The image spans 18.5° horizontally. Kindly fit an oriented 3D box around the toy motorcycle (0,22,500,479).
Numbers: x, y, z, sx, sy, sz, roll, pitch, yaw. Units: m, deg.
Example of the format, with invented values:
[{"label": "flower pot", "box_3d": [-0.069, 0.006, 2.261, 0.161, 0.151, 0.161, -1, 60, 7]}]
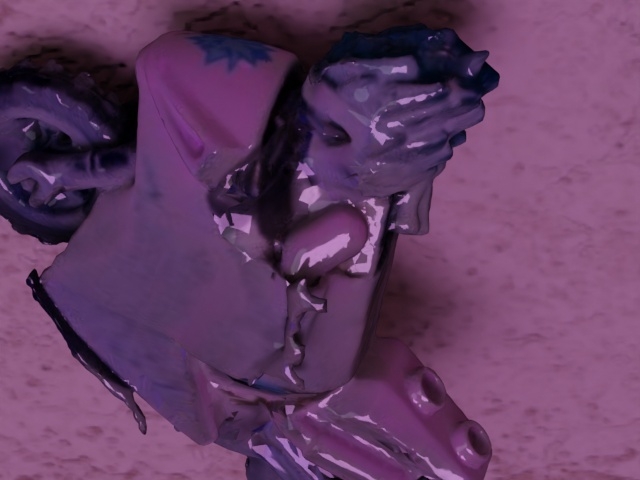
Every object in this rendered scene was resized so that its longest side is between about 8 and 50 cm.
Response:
[{"label": "toy motorcycle", "box_3d": [-0.001, 0.003, 0.728, 0.204, 0.108, 0.239, -32, 122, 31]}]
